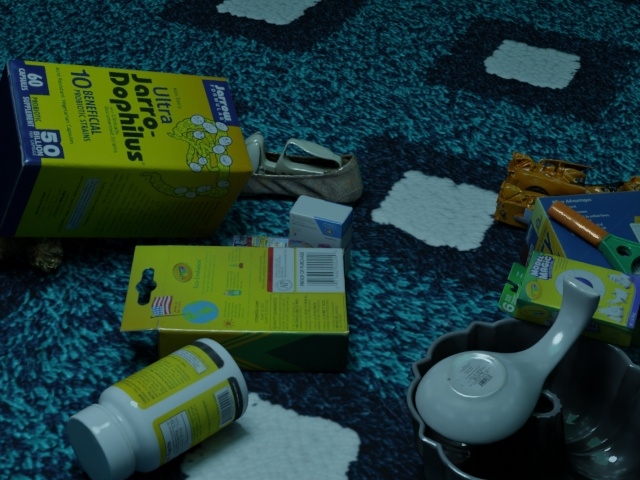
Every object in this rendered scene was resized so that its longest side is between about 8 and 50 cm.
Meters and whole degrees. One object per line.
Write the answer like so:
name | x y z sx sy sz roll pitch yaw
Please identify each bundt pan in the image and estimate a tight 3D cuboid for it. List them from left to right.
bundt pan | 0.266 0.247 1.315 0.331 0.124 0.330 2 35 -2

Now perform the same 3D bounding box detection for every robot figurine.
robot figurine | 0.455 -0.063 1.795 0.291 0.085 0.211 12 40 13

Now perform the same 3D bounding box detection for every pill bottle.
pill bottle | -0.205 0.218 1.326 0.208 0.119 0.119 -26 45 -35

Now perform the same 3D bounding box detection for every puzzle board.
puzzle board | -0.100 0.030 1.691 0.096 0.011 0.128 3 36 0

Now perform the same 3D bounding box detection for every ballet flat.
ballet flat | -0.079 -0.134 1.841 0.316 0.106 0.107 6 35 4

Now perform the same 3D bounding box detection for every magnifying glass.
magnifying glass | 0.424 0.015 1.493 0.092 0.026 0.231 -33 59 -32

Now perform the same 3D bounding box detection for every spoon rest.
spoon rest | 0.237 0.154 1.289 0.276 0.084 0.137 -35 47 -23

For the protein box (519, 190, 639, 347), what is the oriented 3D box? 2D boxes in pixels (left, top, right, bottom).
protein box | 0.436 0.043 1.578 0.200 0.136 0.201 -4 45 -10

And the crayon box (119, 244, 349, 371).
crayon box | -0.121 0.095 1.535 0.319 0.081 0.202 2 37 -2

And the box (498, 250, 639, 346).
box | 0.339 0.073 1.414 0.179 0.043 0.105 13 44 17

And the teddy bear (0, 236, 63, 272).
teddy bear | -0.516 -0.031 1.664 0.338 0.113 0.245 -16 42 -25

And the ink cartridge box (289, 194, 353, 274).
ink cartridge box | 0.000 0.000 1.646 0.089 0.122 0.052 14 41 16

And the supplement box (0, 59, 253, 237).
supplement box | -0.318 -0.135 1.631 0.357 0.195 0.194 0 58 -30
